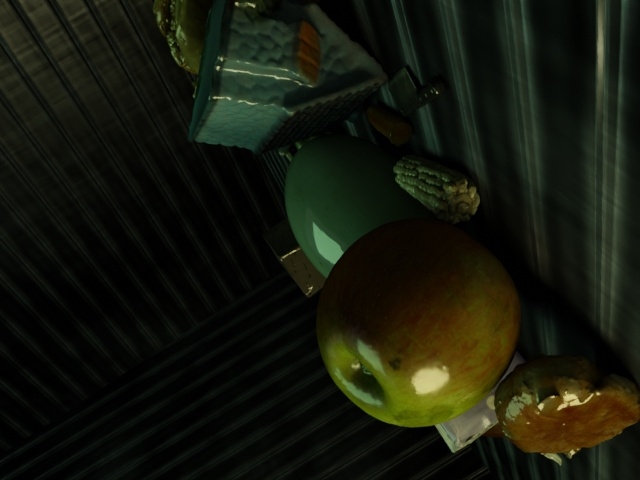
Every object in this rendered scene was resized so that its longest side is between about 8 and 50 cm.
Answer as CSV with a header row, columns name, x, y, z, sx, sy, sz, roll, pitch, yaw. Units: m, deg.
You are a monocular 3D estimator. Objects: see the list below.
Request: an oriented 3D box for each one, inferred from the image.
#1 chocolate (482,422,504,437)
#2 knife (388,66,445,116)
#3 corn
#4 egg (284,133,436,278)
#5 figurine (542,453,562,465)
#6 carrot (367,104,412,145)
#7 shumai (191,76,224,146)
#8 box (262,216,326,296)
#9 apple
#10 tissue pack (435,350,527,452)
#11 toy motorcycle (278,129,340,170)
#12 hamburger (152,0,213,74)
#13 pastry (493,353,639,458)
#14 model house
name,x,y,z,sx,sy,sz,roll,pitch,yaw
chocolate,0.430,0.422,1.671,0.176,0.177,0.177,55,174,9
knife,0.146,-0.244,1.084,0.072,0.019,0.245,58,176,-6
corn,0.201,-0.093,1.171,0.087,0.087,0.211,59,177,-26
egg,0.082,-0.048,1.382,0.389,0.276,0.276,52,173,13
figurine,0.560,0.516,1.675,0.109,0.047,0.064,40,157,39
carrot,0.122,-0.222,1.262,0.048,0.048,0.139,61,175,-35
shumai,-0.240,-0.407,1.905,0.267,0.262,0.314,36,-174,-33
box,0.000,0.000,2.209,0.190,0.297,0.225,56,174,-27
apple,0.153,0.137,1.113,0.339,0.339,0.339,55,174,9
tissue pack,0.292,0.255,1.489,0.343,0.242,0.125,55,175,21
toy motorcycle,0.010,-0.201,1.685,0.410,0.169,0.237,40,174,33
hamburger,-0.220,-0.507,1.491,0.158,0.318,0.318,25,158,30
pastry,0.377,0.261,1.052,0.218,0.229,0.100,18,-137,-22
model house,-0.046,-0.321,1.249,0.360,0.339,0.297,155,125,-71
